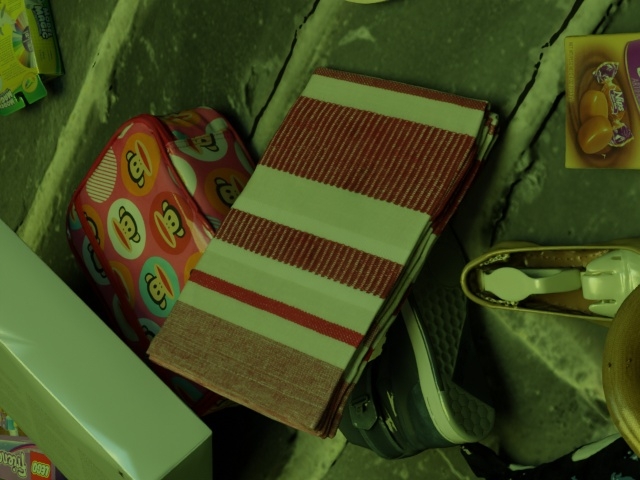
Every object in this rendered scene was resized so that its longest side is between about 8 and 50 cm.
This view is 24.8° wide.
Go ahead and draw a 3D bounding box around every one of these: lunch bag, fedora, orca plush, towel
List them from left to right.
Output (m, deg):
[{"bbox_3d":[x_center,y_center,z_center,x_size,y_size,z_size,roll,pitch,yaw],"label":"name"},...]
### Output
[{"bbox_3d":[-0.145,0.033,1.513,0.258,0.120,0.293,-46,67,42],"label":"lunch bag"},{"bbox_3d":[0.000,0.000,1.308,0.237,0.037,0.329,19,74,43],"label":"towel"},{"bbox_3d":[0.226,0.199,1.193,0.287,0.102,0.151,7,100,42],"label":"orca plush"},{"bbox_3d":[0.300,0.109,1.099,0.194,0.194,0.079,55,165,23],"label":"fedora"}]

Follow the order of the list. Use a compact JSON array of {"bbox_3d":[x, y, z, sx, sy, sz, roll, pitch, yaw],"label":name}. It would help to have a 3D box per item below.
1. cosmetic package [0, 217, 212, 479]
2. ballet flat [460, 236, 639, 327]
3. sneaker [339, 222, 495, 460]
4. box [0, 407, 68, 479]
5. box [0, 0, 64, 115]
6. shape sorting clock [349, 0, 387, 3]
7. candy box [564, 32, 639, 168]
[{"bbox_3d":[-0.268,0.148,1.512,0.377,0.097,0.284,43,160,16],"label":"cosmetic package"},{"bbox_3d":[0.217,0.039,1.201,0.232,0.073,0.080,-2,95,43],"label":"ballet flat"},{"bbox_3d":[0.068,0.090,1.339,0.163,0.086,0.226,-29,64,51],"label":"sneaker"},{"bbox_3d":[-0.398,0.187,1.801,0.293,0.057,0.200,7,99,42],"label":"box"},{"bbox_3d":[-0.360,-0.245,1.722,0.105,0.043,0.179,-17,82,42],"label":"box"},{"bbox_3d":[0.047,-0.321,1.334,0.206,0.040,0.206,7,100,42],"label":"shape sorting clock"},{"bbox_3d":[0.282,-0.110,1.136,0.187,0.053,0.109,3,97,41],"label":"candy box"}]
